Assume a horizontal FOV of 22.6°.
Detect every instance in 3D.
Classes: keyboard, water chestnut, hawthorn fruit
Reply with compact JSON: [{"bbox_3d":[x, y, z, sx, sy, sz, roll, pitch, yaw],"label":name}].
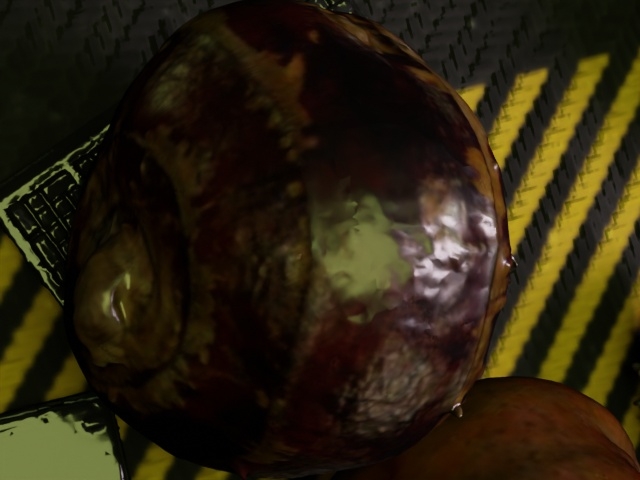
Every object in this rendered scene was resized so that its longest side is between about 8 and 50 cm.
[{"bbox_3d":[-0.058,-0.051,0.839,0.230,0.025,0.094,-38,94,-19],"label":"keyboard"},{"bbox_3d":[0.000,0.000,0.735,0.238,0.223,0.224,7,82,-24],"label":"water chestnut"},{"bbox_3d":[0.066,0.192,0.770,0.248,0.208,0.208,-34,96,1],"label":"hawthorn fruit"}]

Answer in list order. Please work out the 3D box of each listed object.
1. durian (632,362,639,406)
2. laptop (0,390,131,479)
[{"bbox_3d":[0.250,0.077,0.848,0.091,0.188,0.148,-14,91,-64],"label":"durian"},{"bbox_3d":[-0.153,0.189,0.778,0.154,0.026,0.207,-12,88,-20],"label":"laptop"}]
